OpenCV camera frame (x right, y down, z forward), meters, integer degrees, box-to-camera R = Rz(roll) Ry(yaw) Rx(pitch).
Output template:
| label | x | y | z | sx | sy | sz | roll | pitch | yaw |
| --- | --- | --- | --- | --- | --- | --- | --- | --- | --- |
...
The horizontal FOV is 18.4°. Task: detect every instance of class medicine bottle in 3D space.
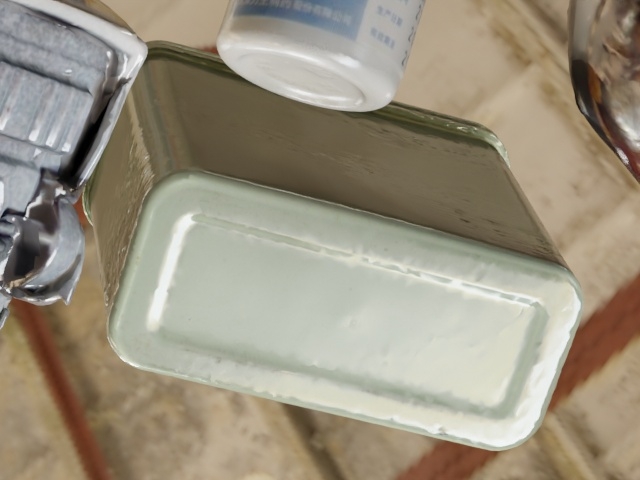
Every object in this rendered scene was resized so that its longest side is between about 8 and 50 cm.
| label | x | y | z | sx | sy | sz | roll | pitch | yaw |
| --- | --- | --- | --- | --- | --- | --- | --- | --- | --- |
| medicine bottle | 0.013 | -0.163 | 1.070 | 0.105 | 0.105 | 0.168 | 6 | -105 | 40 |

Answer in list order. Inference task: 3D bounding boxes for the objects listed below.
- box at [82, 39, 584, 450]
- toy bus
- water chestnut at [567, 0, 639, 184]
| label | x | y | z | sx | sy | sz | roll | pitch | yaw |
| --- | --- | --- | --- | --- | --- | --- | --- | --- | --- |
| box | 0.000 | 0.000 | 1.556 | 0.344 | 0.352 | 0.177 | -110 | -143 | -69 |
| toy bus | -0.199 | 0.036 | 0.778 | 0.138 | 0.097 | 0.342 | 42 | -74 | 39 |
| water chestnut | 0.312 | -0.121 | 1.248 | 0.300 | 0.300 | 0.300 | -17 | -122 | 31 |
